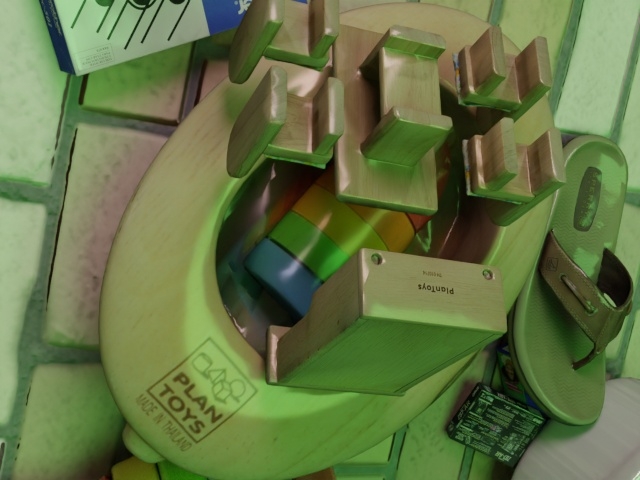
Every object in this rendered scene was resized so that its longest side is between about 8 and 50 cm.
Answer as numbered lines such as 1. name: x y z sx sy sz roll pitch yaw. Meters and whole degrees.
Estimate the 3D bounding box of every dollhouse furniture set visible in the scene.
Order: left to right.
1. dollhouse furniture set: 0.037 -0.031 0.711 0.212 0.161 0.242 8 64 -20

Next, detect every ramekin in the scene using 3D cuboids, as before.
1. ramekin: 0.334 0.286 1.114 0.277 0.135 0.277 -17 124 -28

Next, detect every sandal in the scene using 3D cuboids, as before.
1. sandal: 0.268 0.038 1.032 0.120 0.086 0.303 9 87 -26

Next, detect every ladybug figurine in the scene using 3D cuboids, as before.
1. ladybug figurine: 0.000 0.000 0.832 0.449 0.162 0.305 -43 103 -15

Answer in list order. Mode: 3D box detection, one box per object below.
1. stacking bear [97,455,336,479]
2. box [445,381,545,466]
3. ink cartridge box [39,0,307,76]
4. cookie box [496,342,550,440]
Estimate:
1. stacking bear: -0.137 0.251 0.842 0.289 0.175 0.164 -8 136 -17
2. box: 0.186 0.195 1.072 0.083 0.018 0.067 26 108 -15
3. ink cartridge box: -0.116 -0.207 0.798 0.207 0.046 0.097 -23 114 -24
4. cookie box: 0.247 0.152 1.109 0.091 0.040 0.107 -24 114 -23
